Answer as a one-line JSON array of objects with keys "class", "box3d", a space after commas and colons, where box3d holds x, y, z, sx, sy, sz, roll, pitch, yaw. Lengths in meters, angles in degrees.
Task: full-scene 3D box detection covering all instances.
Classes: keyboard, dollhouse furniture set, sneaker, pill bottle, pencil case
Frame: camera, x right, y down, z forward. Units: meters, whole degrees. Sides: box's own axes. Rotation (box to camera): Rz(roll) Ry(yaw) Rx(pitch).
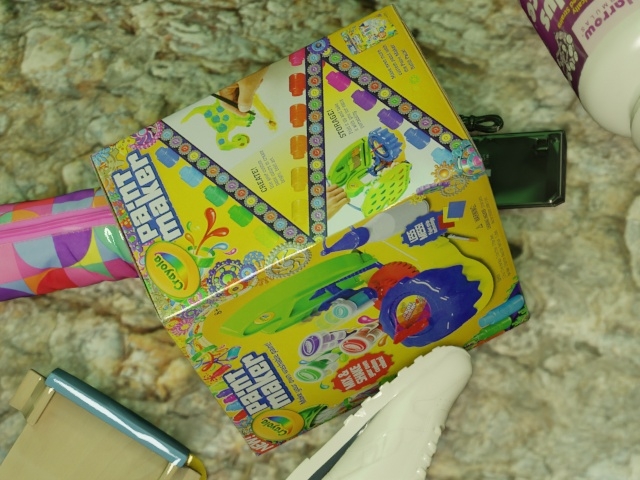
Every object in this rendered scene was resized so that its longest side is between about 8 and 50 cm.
[{"class": "keyboard", "box3d": [0.141, -0.073, 1.757, 0.180, 0.023, 0.108, -2, 63, 14]}, {"class": "dollhouse furniture set", "box3d": [-0.289, 0.235, 1.657, 0.303, 0.198, 0.286, 30, 91, -1]}, {"class": "sneaker", "box3d": [0.057, 0.189, 1.581, 0.095, 0.090, 0.235, 40, 78, 19]}, {"class": "pill bottle", "box3d": [0.290, -0.201, 1.705, 0.169, 0.169, 0.302, -25, 53, -1]}, {"class": "pencil case", "box3d": [-0.273, 0.006, 1.782, 0.236, 0.104, 0.104, -11, 55, 9]}]

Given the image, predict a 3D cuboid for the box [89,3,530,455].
[{"class": "box", "box3d": [0.000, 0.000, 1.575, 0.279, 0.290, 0.177, -27, 59, 1]}]
